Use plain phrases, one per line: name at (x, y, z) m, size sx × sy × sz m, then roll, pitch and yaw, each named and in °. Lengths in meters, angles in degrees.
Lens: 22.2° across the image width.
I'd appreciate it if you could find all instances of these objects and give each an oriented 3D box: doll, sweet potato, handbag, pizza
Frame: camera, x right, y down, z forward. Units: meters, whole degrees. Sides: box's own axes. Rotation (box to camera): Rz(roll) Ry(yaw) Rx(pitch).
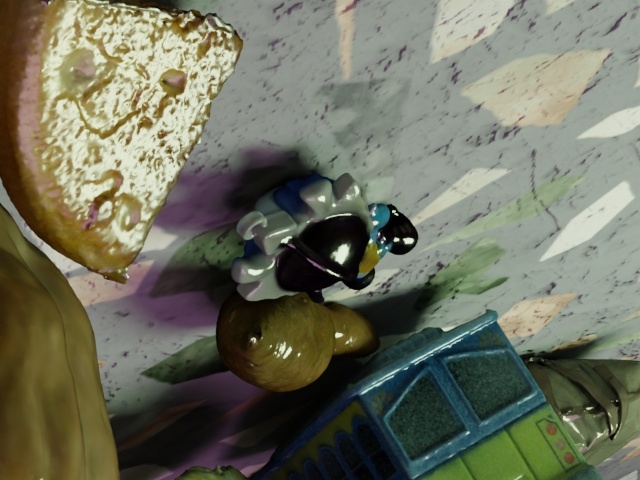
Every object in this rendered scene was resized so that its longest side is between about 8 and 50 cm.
doll at (0.000, 0.000, 0.969) m, size 0.096 × 0.070 × 0.195 m, roll -46°, pitch 160°, yaw 13°
sweet potato at (-0.022, 0.064, 1.096) m, size 0.075 × 0.075 × 0.269 m, roll -30°, pitch 168°, yaw 15°
handbag at (0.198, 0.168, 1.489) m, size 0.270 × 0.117 × 0.182 m, roll -8°, pitch 167°, yaw -35°
pizza at (-0.092, -0.065, 0.725) m, size 0.131 × 0.041 × 0.178 m, roll -45°, pitch 143°, yaw -17°

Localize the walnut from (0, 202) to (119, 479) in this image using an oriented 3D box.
walnut at (-0.232, 0.091, 0.686) m, size 0.296 × 0.285 × 0.285 m, roll -17°, pitch 158°, yaw -32°

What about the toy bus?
toy bus at (0.068, 0.201, 1.295) m, size 0.152 × 0.190 × 0.312 m, roll -26°, pitch 168°, yaw -29°

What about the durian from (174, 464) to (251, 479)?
durian at (-0.106, 0.232, 1.221) m, size 0.172 × 0.166 × 0.306 m, roll -39°, pitch 170°, yaw 5°
